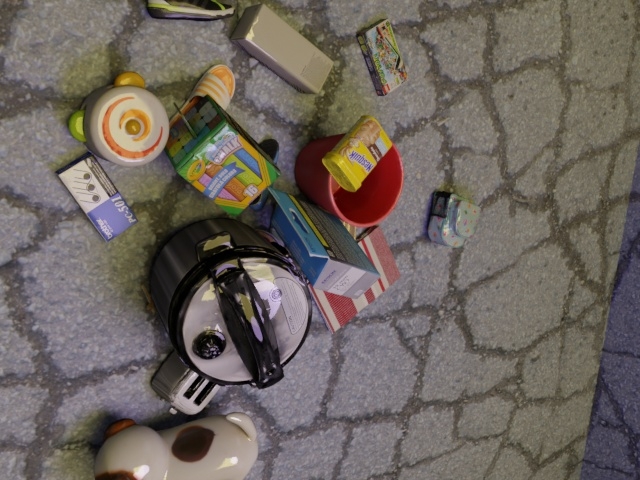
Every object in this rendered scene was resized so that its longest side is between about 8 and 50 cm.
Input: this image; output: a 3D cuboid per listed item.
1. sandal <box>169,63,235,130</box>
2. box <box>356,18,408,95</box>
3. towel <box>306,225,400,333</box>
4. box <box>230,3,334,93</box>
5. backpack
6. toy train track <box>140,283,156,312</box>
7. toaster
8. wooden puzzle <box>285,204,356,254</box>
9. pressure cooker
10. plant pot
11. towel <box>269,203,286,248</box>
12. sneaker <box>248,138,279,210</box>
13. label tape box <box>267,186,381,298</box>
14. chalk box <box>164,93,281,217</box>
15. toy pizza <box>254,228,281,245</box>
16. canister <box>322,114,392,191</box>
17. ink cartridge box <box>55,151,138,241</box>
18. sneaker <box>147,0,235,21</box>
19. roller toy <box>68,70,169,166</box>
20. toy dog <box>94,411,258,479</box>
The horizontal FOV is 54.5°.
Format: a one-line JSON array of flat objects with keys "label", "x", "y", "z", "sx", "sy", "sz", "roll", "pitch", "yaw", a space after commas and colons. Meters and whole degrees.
[{"label": "sandal", "x": -0.302, "y": -0.343, "z": 1.630, "sx": 0.102, "sy": 0.076, "sz": 0.265, "roll": 42, "pitch": 78, "yaw": -35}, {"label": "box", "x": 0.196, "y": -0.570, "z": 1.941, "sx": 0.114, "sy": 0.036, "sz": 0.207, "roll": -38, "pitch": 121, "yaw": -21}, {"label": "towel", "x": 0.114, "y": 0.128, "z": 2.078, "sx": 0.329, "sy": 0.037, "sz": 0.237, "roll": -38, "pitch": 121, "yaw": -20}, {"label": "box", "x": -0.102, "y": -0.521, "z": 1.710, "sx": 0.275, "sy": 0.094, "sz": 0.113, "roll": 31, "pitch": 84, "yaw": -36}, {"label": "backpack", "x": 0.473, "y": -0.067, "z": 2.211, "sx": 0.166, "sy": 0.144, "sz": 0.188, "roll": 13, "pitch": 98, "yaw": -42}, {"label": "toy train track", "x": -0.471, "y": 0.158, "z": 1.686, "sx": 0.048, "sy": 0.014, "sz": 0.083, "roll": -54, "pitch": 128, "yaw": -62}, {"label": "toaster", "x": -0.357, "y": 0.377, "z": 1.747, "sx": 0.227, "sy": 0.146, "sz": 0.129, "roll": -51, "pitch": 126, "yaw": -13}, {"label": "wooden puzzle", "x": 0.000, "y": 0.000, "z": 1.930, "sx": 0.239, "sy": 0.044, "sz": 0.220, "roll": 0, "pitch": 95, "yaw": -30}, {"label": "pressure cooker", "x": -0.223, "y": 0.164, "z": 1.586, "sx": 0.370, "sy": 0.420, "sz": 0.375, "roll": 25, "pitch": 96, "yaw": -29}, {"label": "plant pot", "x": 0.068, "y": -0.195, "z": 1.826, "sx": 0.275, "sy": 0.243, "sz": 0.274, "roll": -10, "pitch": 109, "yaw": -32}, {"label": "towel", "x": -0.107, "y": -0.032, "z": 1.891, "sx": 0.113, "sy": 0.023, "sz": 0.151, "roll": 6, "pitch": 97, "yaw": -38}, {"label": "sneaker", "x": -0.163, "y": -0.188, "z": 1.788, "sx": 0.082, "sy": 0.069, "sz": 0.209, "roll": 34, "pitch": 71, "yaw": -69}, {"label": "label tape box", "x": -0.015, "y": 0.014, "z": 1.681, "sx": 0.115, "sy": 0.249, "sz": 0.348, "roll": -46, "pitch": 148, "yaw": 18}, {"label": "chalk box", "x": -0.274, "y": -0.229, "z": 1.570, "sx": 0.179, "sy": 0.180, "sz": 0.289, "roll": -43, "pitch": 132, "yaw": 7}, {"label": "toy pizza", "x": -0.198, "y": 0.066, "z": 1.826, "sx": 0.201, "sy": 0.032, "sz": 0.201, "roll": -8, "pitch": 110, "yaw": -24}, {"label": "canister", "x": 0.100, "y": -0.232, "z": 1.644, "sx": 0.170, "sy": 0.073, "sz": 0.126, "roll": -50, "pitch": 124, "yaw": -15}, {"label": "ink cartridge box", "x": -0.552, "y": -0.107, "z": 1.540, "sx": 0.097, "sy": 0.046, "sz": 0.207, "roll": -38, "pitch": 121, "yaw": -19}, {"label": "sneaker", "x": -0.319, "y": -0.600, "z": 1.542, "sx": 0.235, "sy": 0.084, "sz": 0.097, "roll": -10, "pitch": 107, "yaw": -33}, {"label": "roller toy", "x": -0.467, "y": -0.278, "z": 1.489, "sx": 0.209, "sy": 0.146, "sz": 0.191, "roll": -51, "pitch": 125, "yaw": -14}, {"label": "toy dog", "x": -0.392, "y": 0.611, "z": 1.662, "sx": 0.408, "sy": 0.284, "sz": 0.395, "roll": 8, "pitch": 138, "yaw": -29}]
